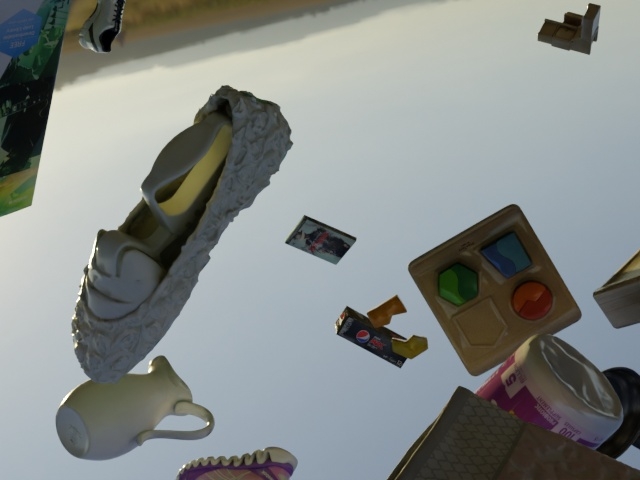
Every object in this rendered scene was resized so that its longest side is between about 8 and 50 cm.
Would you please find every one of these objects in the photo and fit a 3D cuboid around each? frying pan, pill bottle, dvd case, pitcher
[{"bbox_3d":[0.578,0.332,1.803,0.326,0.197,0.053,10,-170,-31],"label":"frying pan"},{"bbox_3d":[0.266,0.288,1.358,0.301,0.169,0.169,-51,180,24],"label":"pill bottle"},{"bbox_3d":[0.000,0.000,1.910,0.087,0.119,0.013,-50,-158,42],"label":"dvd case"},{"bbox_3d":[-0.281,0.271,1.470,0.177,0.126,0.207,29,-151,31],"label":"pitcher"}]

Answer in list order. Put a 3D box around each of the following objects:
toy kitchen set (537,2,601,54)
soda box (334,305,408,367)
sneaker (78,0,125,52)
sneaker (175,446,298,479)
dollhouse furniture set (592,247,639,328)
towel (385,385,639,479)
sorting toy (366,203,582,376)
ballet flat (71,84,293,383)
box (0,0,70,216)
[{"bbox_3d":[0.378,-0.336,1.434,0.083,0.075,0.068,21,-115,22],"label":"toy kitchen set"},{"bbox_3d":[0.116,0.211,2.091,0.168,0.053,0.060,30,-165,-12],"label":"soda box"},{"bbox_3d":[-0.252,-0.277,1.160,0.043,0.109,0.040,33,-166,31],"label":"sneaker"},{"bbox_3d":[-0.152,0.433,1.663,0.236,0.095,0.105,-15,-128,21],"label":"sneaker"},{"bbox_3d":[0.639,0.154,1.428,0.256,0.394,0.362,-36,-178,-32],"label":"dollhouse furniture set"},{"bbox_3d":[0.221,0.305,1.005,0.316,0.054,0.332,24,-147,20],"label":"towel"},{"bbox_3d":[0.245,0.109,1.578,0.307,0.229,0.041,-31,-175,9],"label":"sorting toy"},{"bbox_3d":[-0.195,-0.020,1.157,0.409,0.147,0.147,-55,-159,-2],"label":"ballet flat"},{"bbox_3d":[-0.391,-0.142,1.021,0.058,0.322,0.232,38,-143,20],"label":"box"}]
